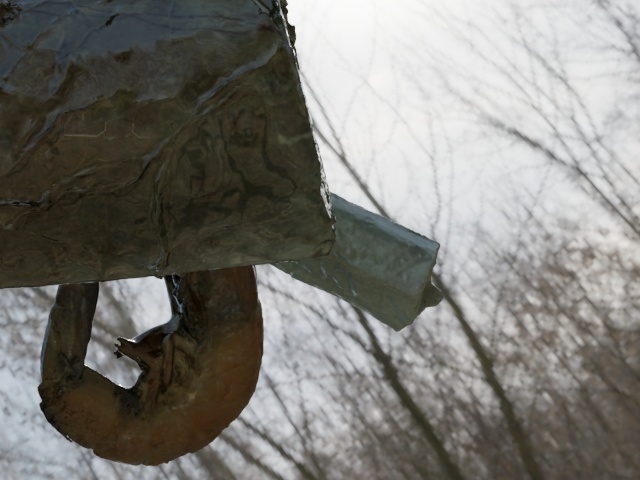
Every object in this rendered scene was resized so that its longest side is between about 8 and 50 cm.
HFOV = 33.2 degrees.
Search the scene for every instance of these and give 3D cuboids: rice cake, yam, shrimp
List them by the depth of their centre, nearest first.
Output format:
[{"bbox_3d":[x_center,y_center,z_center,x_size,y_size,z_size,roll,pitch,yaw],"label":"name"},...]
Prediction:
[{"bbox_3d":[-0.135,-0.070,0.659,0.271,0.201,0.202,-13,11,-3],"label":"yam"},{"bbox_3d":[-0.001,0.000,0.818,0.069,0.207,0.063,-56,-8,-37],"label":"rice cake"},{"bbox_3d":[-0.185,0.055,1.175,0.272,0.085,0.444,-12,-63,-30],"label":"shrimp"}]
